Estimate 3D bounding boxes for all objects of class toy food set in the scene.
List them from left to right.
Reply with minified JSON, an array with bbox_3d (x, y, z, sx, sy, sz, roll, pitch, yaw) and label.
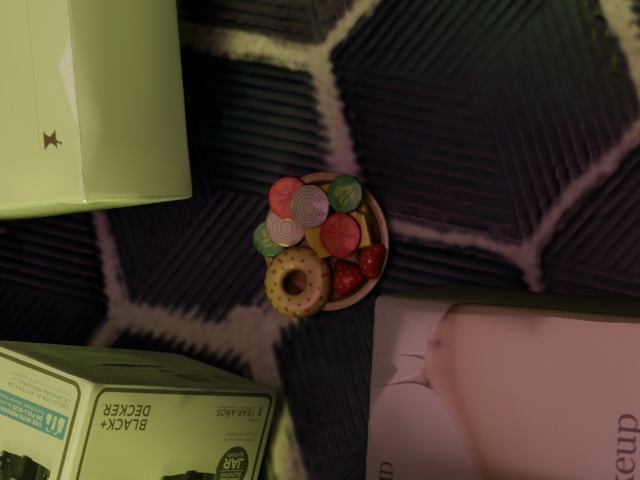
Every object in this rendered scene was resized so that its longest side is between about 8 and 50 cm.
[{"bbox_3d":[0.000,0.000,0.951,0.083,0.020,0.083,-16,85,25],"label":"toy food set"}]

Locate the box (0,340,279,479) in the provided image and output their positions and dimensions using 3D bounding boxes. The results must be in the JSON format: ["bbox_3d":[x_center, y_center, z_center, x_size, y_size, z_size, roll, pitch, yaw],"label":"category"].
[{"bbox_3d":[-0.136,0.208,0.922,0.087,0.169,0.290,15,94,35],"label":"box"}]

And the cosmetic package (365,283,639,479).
[{"bbox_3d":[0.184,0.112,0.820,0.309,0.113,0.160,3,93,24],"label":"cosmetic package"}]

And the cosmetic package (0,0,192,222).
[{"bbox_3d":[-0.223,-0.197,0.980,0.284,0.097,0.377,-5,90,40],"label":"cosmetic package"}]
